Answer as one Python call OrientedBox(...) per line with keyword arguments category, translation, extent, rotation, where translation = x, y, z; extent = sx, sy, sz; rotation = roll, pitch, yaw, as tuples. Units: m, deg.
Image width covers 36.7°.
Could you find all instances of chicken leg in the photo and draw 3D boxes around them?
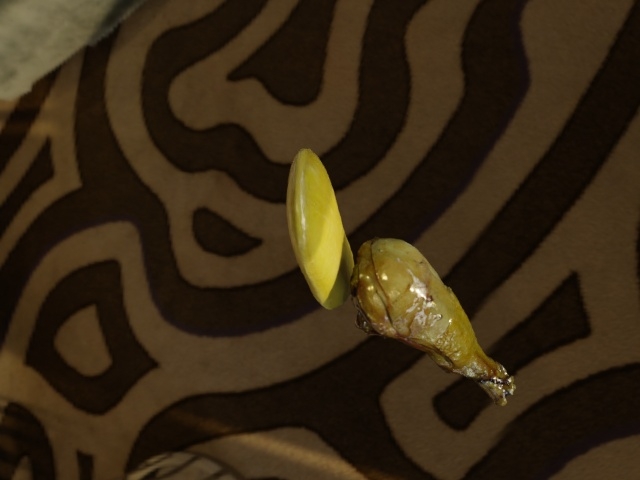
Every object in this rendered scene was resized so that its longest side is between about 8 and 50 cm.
OrientedBox(category="chicken leg", translation=(0.086, 0.068, 0.755), extent=(0.093, 0.178, 0.070), rotation=(-11, 44, 59))

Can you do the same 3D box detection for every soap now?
OrientedBox(category="soap", translation=(0.000, 0.000, 0.733), extent=(0.033, 0.168, 0.089), rotation=(0, 58, 12))
